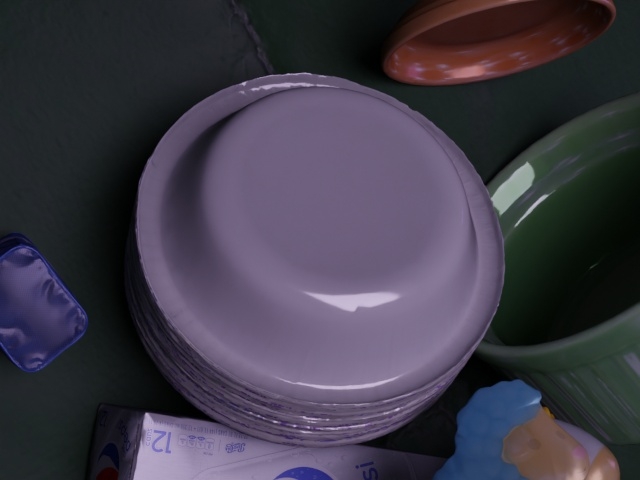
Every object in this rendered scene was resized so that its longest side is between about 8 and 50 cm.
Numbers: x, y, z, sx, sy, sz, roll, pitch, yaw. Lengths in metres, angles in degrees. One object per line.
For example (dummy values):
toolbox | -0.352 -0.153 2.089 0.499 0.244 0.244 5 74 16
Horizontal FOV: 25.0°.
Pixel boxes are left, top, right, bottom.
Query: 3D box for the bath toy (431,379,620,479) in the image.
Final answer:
bath toy | 0.167 0.213 1.165 0.151 0.348 0.129 -19 68 6

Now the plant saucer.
plant saucer | 0.146 -0.180 1.210 0.200 0.200 0.037 -6 78 -29

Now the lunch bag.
lunch bag | -0.224 0.042 1.071 0.067 0.065 0.098 -37 107 -9

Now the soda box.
soda box | -0.036 0.196 1.149 0.286 0.098 0.091 13 82 -28

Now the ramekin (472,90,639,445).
ramekin | 0.261 0.026 1.213 0.148 0.303 0.303 49 67 -27

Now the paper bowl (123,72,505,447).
paper bowl | 0.000 0.000 1.082 0.284 0.148 0.284 6 59 -10
